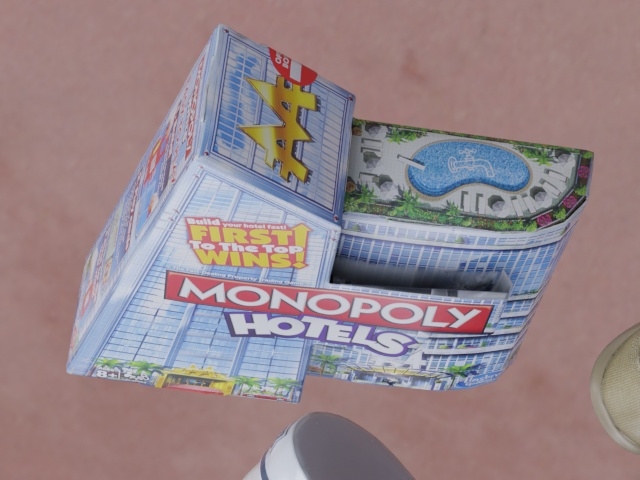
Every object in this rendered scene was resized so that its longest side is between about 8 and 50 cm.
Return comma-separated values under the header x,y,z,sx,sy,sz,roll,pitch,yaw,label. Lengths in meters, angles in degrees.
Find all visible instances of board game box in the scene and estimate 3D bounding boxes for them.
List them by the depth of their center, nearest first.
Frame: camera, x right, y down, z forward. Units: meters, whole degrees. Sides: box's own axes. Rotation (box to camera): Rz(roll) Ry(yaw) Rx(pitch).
x,y,z,sx,sy,sz,roll,pitch,yaw,label
0.000,0.000,0.736,0.194,0.060,0.194,7,152,-2,board game box

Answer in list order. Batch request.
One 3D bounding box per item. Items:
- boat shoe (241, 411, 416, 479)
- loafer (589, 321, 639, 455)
x,y,z,sx,sy,sz,roll,pitch,yaw,label
0.051,0.286,1.090,0.367,0.136,0.156,51,119,18,boat shoe
0.151,0.020,0.571,0.056,0.148,0.050,55,177,-3,loafer
